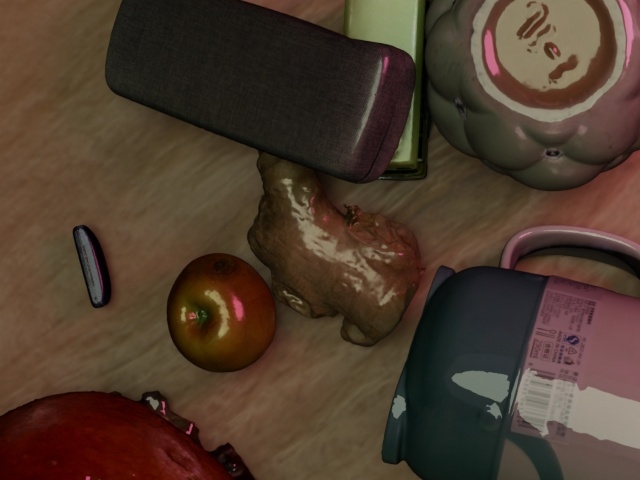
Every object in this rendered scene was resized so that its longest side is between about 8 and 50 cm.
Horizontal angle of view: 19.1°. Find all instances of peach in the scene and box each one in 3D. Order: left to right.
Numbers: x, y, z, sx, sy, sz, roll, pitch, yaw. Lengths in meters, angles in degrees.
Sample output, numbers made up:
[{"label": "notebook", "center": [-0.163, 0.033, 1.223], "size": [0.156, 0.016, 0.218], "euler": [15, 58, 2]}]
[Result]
[{"label": "peach", "center": [-0.205, 0.325, 1.750], "size": [0.339, 0.353, 0.416], "euler": [-28, 42, 1]}]

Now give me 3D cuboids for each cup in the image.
[{"label": "cup", "center": [0.215, 0.116, 1.721], "size": [0.258, 0.219, 0.289], "euler": [15, 60, 10]}]

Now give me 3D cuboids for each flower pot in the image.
[{"label": "flower pot", "center": [0.211, -0.167, 1.728], "size": [0.246, 0.195, 0.246], "euler": [0, 88, 8]}]

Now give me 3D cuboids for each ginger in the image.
[{"label": "ginger", "center": [-0.002, 0.004, 1.817], "size": [0.213, 0.074, 0.137], "euler": [41, 103, 2]}]

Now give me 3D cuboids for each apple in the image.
[{"label": "apple", "center": [-0.094, 0.069, 1.812], "size": [0.099, 0.102, 0.114], "euler": [-2, 97, 19]}]

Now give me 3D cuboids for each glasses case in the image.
[{"label": "glasses case", "center": [-0.221, 0.025, 1.872], "size": [0.023, 0.033, 0.083], "euler": [-15, 85, 9]}, {"label": "glasses case", "center": [-0.062, -0.155, 1.777], "size": [0.323, 0.074, 0.131], "euler": [22, 100, 33]}]

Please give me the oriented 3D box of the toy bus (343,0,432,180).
[{"label": "toy bus", "center": [0.061, -0.146, 1.800], "size": [0.088, 0.101, 0.175], "euler": [3, 90, 9]}]
